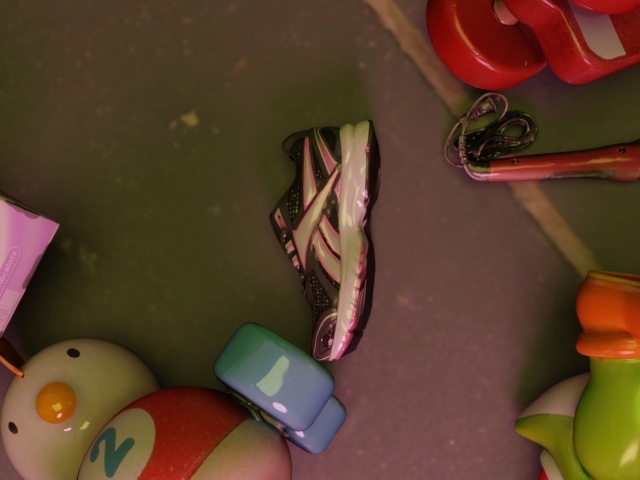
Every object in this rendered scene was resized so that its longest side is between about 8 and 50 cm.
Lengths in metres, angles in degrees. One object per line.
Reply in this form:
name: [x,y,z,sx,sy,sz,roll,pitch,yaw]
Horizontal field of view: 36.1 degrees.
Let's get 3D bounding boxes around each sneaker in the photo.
sneaker: [0.000,0.000,0.723,0.077,0.072,0.178,2,78,12]

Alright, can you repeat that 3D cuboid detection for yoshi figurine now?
yoshi figurine: [0.236,0.209,0.630,0.204,0.203,0.362,8,93,-1]

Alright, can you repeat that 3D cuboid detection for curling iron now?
curling iron: [0.230,-0.074,0.733,0.274,0.035,0.068,2,87,1]

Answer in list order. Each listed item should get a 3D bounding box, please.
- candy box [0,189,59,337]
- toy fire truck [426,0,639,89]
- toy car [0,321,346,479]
candy box: [-0.297,0.018,0.672,0.196,0.070,0.164,25,86,32]
toy fire truck: [0.190,-0.260,0.700,0.254,0.169,0.302,-21,85,-26]
toy car: [-0.142,0.131,0.652,0.238,0.210,0.219,31,77,15]
